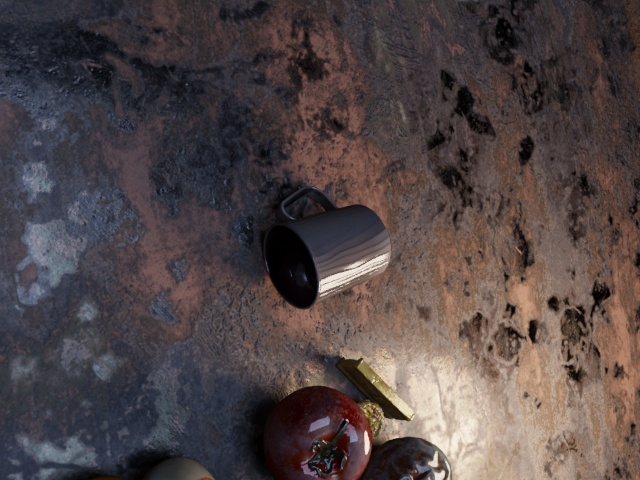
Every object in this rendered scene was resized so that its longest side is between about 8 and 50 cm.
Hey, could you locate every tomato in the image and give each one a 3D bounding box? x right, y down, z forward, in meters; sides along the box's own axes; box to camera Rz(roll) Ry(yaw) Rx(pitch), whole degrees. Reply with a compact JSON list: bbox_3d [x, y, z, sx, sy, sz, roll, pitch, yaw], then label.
[{"bbox_3d":[-0.011,0.485,1.761,0.270,0.227,0.270,-1,94,-17],"label":"tomato"}]

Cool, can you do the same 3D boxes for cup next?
[{"bbox_3d":[-0.002,0.016,1.849,0.273,0.288,0.208,-18,132,-36],"label":"cup"}]

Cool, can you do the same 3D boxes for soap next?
[{"bbox_3d":[0.153,0.408,1.966,0.252,0.092,0.037,48,60,-22],"label":"soap"}]

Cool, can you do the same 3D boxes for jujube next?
[{"bbox_3d":[0.205,0.666,1.905,0.246,0.215,0.308,51,61,-20],"label":"jujube"}]

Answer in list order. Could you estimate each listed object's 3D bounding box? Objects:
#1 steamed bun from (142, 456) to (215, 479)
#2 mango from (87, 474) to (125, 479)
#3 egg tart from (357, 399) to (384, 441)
[{"bbox_3d":[-0.294,0.588,1.552,0.232,0.145,0.232,1,90,-66],"label":"steamed bun"},{"bbox_3d":[-0.489,0.599,1.447,0.295,0.120,0.177,-46,134,-47],"label":"mango"},{"bbox_3d":[0.114,0.493,1.959,0.129,0.049,0.129,-2,93,-36],"label":"egg tart"}]
